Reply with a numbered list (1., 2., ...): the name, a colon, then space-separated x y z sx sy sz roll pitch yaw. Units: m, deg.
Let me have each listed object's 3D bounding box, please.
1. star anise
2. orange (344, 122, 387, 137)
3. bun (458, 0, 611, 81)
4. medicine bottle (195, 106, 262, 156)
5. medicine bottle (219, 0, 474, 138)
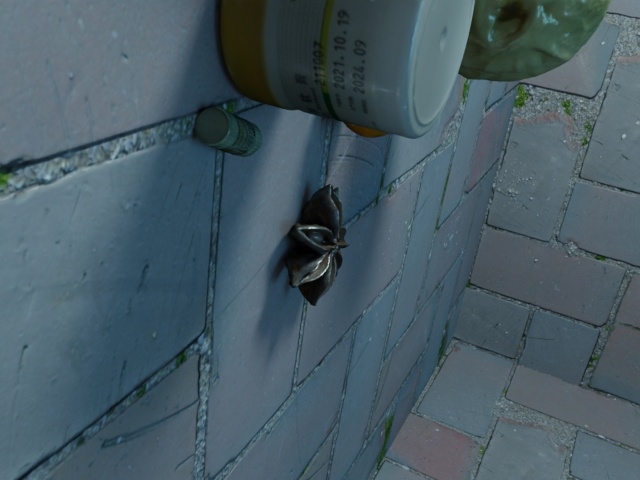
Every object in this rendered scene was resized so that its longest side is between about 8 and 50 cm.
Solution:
1. star anise: -0.006 0.014 1.132 0.212 0.073 0.196 83 28 -44
2. orange: 0.080 -0.231 1.078 0.136 0.118 0.135 22 56 -36
3. bun: 0.336 -0.431 1.189 0.364 0.365 0.202 86 10 -46
4. medicine bottle: -0.107 -0.126 0.785 0.083 0.047 0.047 7 100 -69
5. medicine bottle: 0.038 -0.257 0.781 0.238 0.232 0.237 -51 152 -42
